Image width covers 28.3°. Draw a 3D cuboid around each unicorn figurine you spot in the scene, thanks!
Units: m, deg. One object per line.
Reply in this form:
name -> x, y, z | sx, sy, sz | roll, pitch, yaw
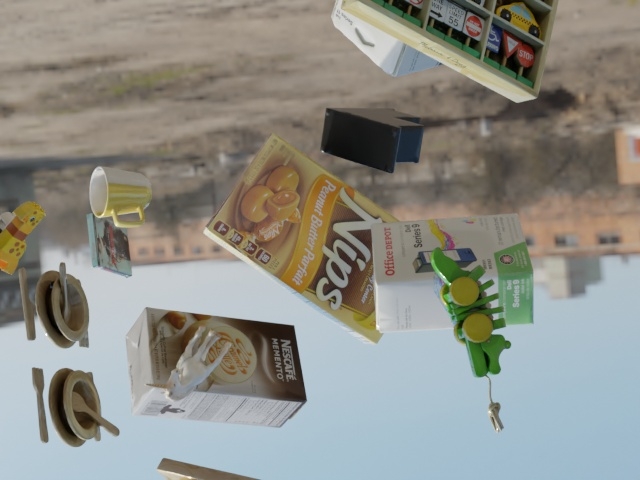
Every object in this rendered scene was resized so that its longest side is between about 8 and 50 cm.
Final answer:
unicorn figurine -> -0.174, 0.170, 1.731 | 0.060, 0.111, 0.162 | 36, 174, 3

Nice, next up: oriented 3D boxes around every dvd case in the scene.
dvd case -> -0.337, 0.009, 2.033 | 0.013, 0.087, 0.119 | -12, 166, 17

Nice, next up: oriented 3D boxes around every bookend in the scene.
bookend -> 0.111, -0.159, 1.993 | 0.157, 0.072, 0.156 | -6, -161, -45

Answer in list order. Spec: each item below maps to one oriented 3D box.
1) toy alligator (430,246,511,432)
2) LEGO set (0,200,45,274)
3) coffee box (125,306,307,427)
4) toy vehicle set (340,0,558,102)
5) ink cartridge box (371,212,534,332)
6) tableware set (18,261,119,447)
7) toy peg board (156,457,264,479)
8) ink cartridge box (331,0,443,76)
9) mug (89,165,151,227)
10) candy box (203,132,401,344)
toy alligator -> 0.162, 0.090, 1.241 | 0.051, 0.189, 0.056 | -20, 175, -8
LEGO set -> -0.403, -0.029, 1.564 | 0.087, 0.093, 0.227 | 43, -178, 27
coffee box -> -0.158, 0.193, 1.912 | 0.247, 0.141, 0.098 | 8, 142, -27
toy vehicle set -> 0.154, -0.282, 1.425 | 0.267, 0.166, 0.035 | 22, 163, -31
ink cartridge box -> 0.177, 0.045, 1.739 | 0.212, 0.093, 0.154 | -5, -148, 3
tableware set -> -0.264, 0.124, 1.367 | 0.039, 0.194, 0.128 | -13, 169, 17
toy peg board -> -0.076, 0.299, 1.245 | 0.161, 0.079, 0.161 | 4, 144, 38
ink cartridge box -> 0.144, -0.324, 1.806 | 0.208, 0.087, 0.153 | -20, -127, -36
mug -> -0.243, -0.052, 1.559 | 0.064, 0.078, 0.062 | 0, 174, -31
candy box -> 0.000, 0.000, 1.959 | 0.316, 0.183, 0.087 | 34, 172, -4
